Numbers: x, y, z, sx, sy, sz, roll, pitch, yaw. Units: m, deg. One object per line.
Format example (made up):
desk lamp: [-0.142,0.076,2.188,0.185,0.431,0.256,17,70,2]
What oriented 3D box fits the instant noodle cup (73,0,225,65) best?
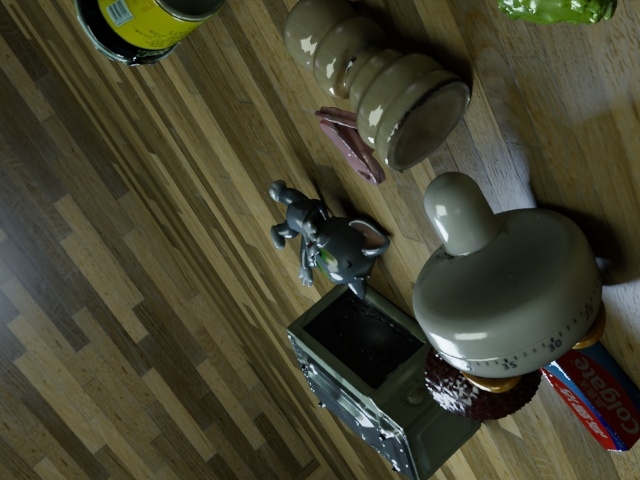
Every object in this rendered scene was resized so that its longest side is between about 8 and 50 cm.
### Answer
instant noodle cup: [-0.265,-0.406,1.391,0.236,0.215,0.216,3,131,57]

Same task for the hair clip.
hair clip: [0.067,-0.158,1.194,0.138,0.102,0.123,47,169,-25]

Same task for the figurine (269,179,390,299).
figurine: [0.001,-0.003,1.634,0.265,0.140,0.193,52,143,36]

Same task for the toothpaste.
toothpaste: [0.343,0.153,1.221,0.320,0.076,0.066,50,160,0]

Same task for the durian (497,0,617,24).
durian: [0.199,-0.248,0.738,0.132,0.106,0.375,55,166,-32]

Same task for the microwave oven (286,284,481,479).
microwave oven: [0.125,0.294,1.782,0.355,0.218,0.286,36,156,36]

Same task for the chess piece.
chess piece: [0.057,-0.223,1.100,0.261,0.142,0.143,48,163,25]

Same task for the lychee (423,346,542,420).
lychee: [0.254,0.195,1.345,0.194,0.194,0.194,44,161,19]

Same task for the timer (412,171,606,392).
timer: [0.219,0.044,1.057,0.233,0.233,0.240,20,148,57]
